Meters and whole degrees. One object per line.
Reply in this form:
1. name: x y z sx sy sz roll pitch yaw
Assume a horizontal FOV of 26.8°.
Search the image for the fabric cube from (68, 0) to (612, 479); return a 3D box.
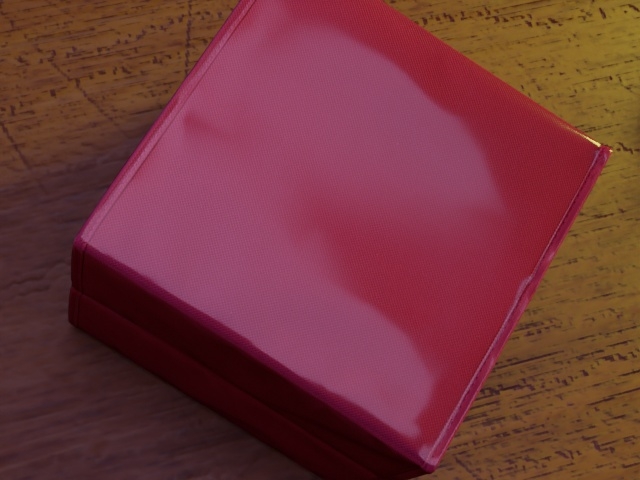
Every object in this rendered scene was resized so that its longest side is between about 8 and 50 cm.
1. fabric cube: 0.000 0.000 0.948 0.258 0.259 0.254 32 72 -2
